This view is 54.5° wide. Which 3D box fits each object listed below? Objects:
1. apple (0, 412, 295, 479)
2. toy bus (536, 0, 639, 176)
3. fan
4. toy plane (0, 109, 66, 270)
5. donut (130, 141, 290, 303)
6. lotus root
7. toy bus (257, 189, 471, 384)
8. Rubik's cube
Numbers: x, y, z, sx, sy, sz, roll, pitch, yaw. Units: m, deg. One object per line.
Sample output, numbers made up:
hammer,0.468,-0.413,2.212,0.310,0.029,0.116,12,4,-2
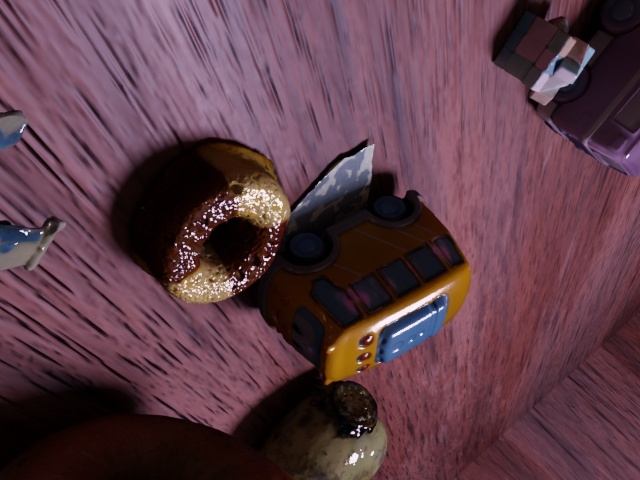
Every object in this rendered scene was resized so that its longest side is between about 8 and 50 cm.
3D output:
apple,-0.167,0.335,0.545,0.338,0.338,0.305,-2,116,-48
toy bus,0.376,-0.190,0.732,0.142,0.142,0.202,11,120,-54
fan,0.000,0.000,0.657,0.131,0.009,0.240,-15,139,-38
toy plane,-0.257,0.024,0.327,0.192,0.088,0.262,14,128,-49
donut,-0.083,-0.010,0.505,0.140,0.059,0.140,-27,143,-23
lotus root,-0.022,0.338,0.914,0.173,0.173,0.309,-4,138,-47
toy bus,0.052,0.053,0.640,0.209,0.136,0.126,-25,144,-22
Rubik's cube,0.234,-0.184,0.639,0.073,0.084,0.075,3,143,-46
